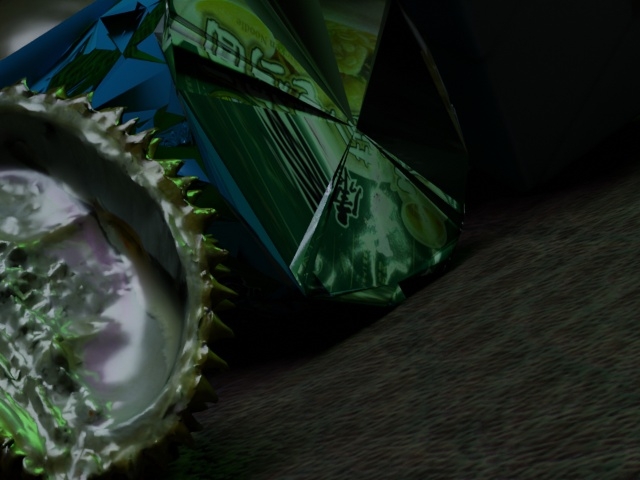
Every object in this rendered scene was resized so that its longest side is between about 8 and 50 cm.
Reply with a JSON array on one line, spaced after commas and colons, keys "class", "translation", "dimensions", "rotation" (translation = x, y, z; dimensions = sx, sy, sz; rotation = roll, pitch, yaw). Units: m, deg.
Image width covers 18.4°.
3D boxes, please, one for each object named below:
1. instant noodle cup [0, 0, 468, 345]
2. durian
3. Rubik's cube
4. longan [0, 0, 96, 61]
[{"class": "instant noodle cup", "translation": [-0.059, -0.045, 1.072], "dimensions": [0.178, 0.240, 0.240], "rotation": [-25, 4, 35]}, {"class": "durian", "translation": [-0.119, 0.055, 0.825], "dimensions": [0.193, 0.138, 0.237], "rotation": [-22, 49, -1]}, {"class": "Rubik's cube", "translation": [0.112, -0.252, 1.275], "dimensions": [0.368, 0.387, 0.358], "rotation": [-35, 39, -19]}, {"class": "longan", "translation": [-0.167, -0.084, 1.509], "dimensions": [0.300, 0.243, 0.300], "rotation": [-25, 27, 14]}]
